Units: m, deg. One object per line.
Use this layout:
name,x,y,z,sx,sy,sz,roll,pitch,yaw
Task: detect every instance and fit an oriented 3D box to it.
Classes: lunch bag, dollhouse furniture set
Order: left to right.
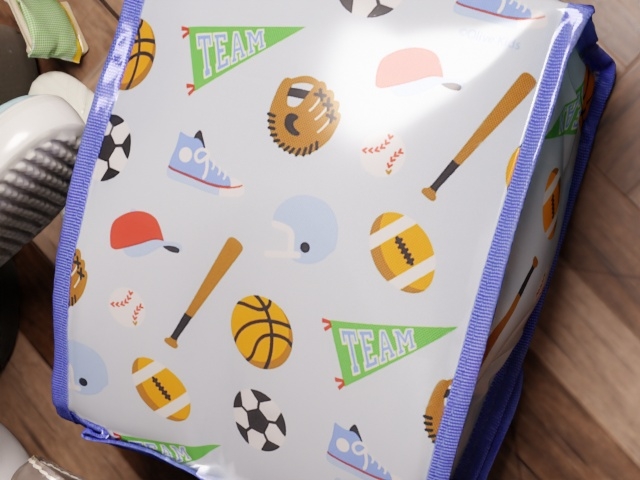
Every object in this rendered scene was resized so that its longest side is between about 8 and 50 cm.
dollhouse furniture set,-0.231,-0.228,1.119,0.059,0.076,0.151,-28,81,21
lunch bag,0.000,0.000,0.952,0.328,0.239,0.385,16,90,20

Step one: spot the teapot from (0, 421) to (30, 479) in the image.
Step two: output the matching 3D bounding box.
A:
teapot,-0.351,0.199,1.117,0.256,0.252,0.187,-13,63,5

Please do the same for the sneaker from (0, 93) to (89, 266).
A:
sneaker,-0.315,-0.026,1.004,0.366,0.135,0.150,-38,83,36

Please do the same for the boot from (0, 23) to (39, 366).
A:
boot,-0.321,-0.041,1.154,0.115,0.112,0.305,16,100,32

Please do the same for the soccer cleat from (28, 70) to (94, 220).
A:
soccer cleat,-0.197,-0.058,1.112,0.068,0.076,0.196,-30,81,20

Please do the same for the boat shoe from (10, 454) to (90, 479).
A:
boat shoe,-0.095,0.249,1.028,0.324,0.116,0.096,33,88,-6
